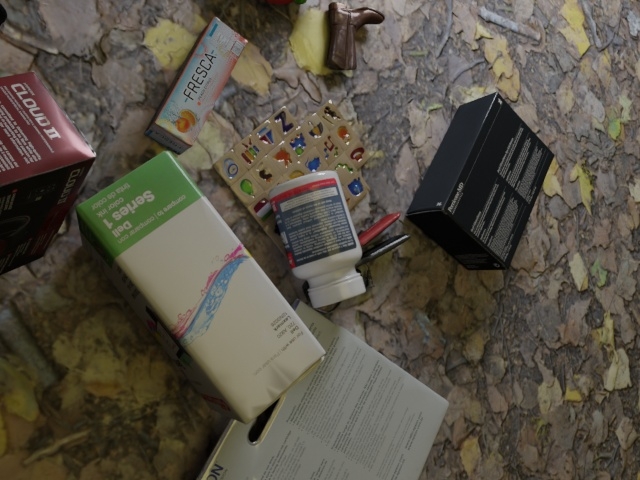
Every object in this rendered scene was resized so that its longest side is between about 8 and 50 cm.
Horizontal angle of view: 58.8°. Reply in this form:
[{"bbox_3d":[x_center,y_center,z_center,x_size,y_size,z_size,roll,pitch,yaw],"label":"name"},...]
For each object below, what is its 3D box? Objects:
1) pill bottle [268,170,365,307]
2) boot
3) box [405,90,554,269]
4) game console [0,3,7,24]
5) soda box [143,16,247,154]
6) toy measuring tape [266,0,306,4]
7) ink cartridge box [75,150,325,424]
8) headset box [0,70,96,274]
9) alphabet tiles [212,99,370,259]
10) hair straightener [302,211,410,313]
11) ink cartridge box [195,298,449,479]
[{"bbox_3d":[0.000,0.000,0.819,0.107,0.108,0.180,-16,86,-31],"label":"pill bottle"},{"bbox_3d":[0.059,-0.330,0.946,0.106,0.037,0.114,2,81,-18],"label":"boot"},{"bbox_3d":[0.294,-0.103,1.029,0.184,0.103,0.261,39,68,-26],"label":"box"},{"bbox_3d":[-0.451,-0.262,0.650,0.122,0.071,0.107,-59,144,-20],"label":"game console"},{"bbox_3d":[-0.171,-0.212,0.783,0.058,0.063,0.183,32,70,-24],"label":"soda box"},{"bbox_3d":[-0.111,-0.426,0.808,0.330,0.121,0.122,11,80,-30],"label":"toy measuring tape"},{"bbox_3d":[-0.147,0.064,0.662,0.117,0.201,0.278,-39,94,-23],"label":"ink cartridge box"},{"bbox_3d":[-0.362,-0.027,0.519,0.110,0.218,0.293,53,43,3],"label":"headset box"},{"bbox_3d":[-0.024,-0.110,0.894,0.237,0.009,0.198,-46,108,-26],"label":"alphabet tiles"},{"bbox_3d":[0.062,0.048,0.909,0.230,0.047,0.089,-37,104,-28],"label":"hair straightener"},{"bbox_3d":[0.004,0.306,0.840,0.330,0.071,0.324,37,69,-18],"label":"ink cartridge box"}]
